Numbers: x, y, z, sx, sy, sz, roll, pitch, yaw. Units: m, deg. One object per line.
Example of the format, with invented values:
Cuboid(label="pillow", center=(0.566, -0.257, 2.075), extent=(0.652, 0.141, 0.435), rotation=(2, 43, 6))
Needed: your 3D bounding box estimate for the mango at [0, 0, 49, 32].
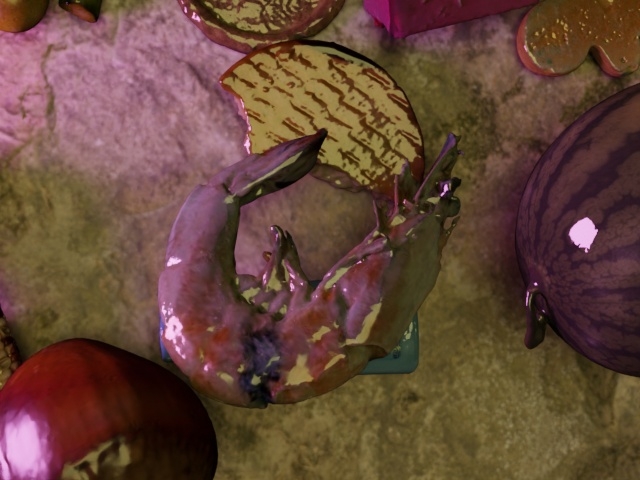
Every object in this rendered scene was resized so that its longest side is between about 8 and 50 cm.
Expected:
Cuboid(label="mango", center=(-0.360, -0.289, 0.686), extent=(0.227, 0.099, 0.136), rotation=(34, 79, -14))

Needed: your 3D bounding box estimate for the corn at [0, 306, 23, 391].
Cuboid(label="corn", center=(-0.354, 0.048, 0.671), extent=(0.098, 0.098, 0.290), rotation=(-23, 99, -8))

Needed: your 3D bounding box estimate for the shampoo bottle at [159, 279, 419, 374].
Cuboid(label="shampoo bottle", center=(-0.032, 0.091, 0.733), extent=(0.258, 0.061, 0.104), rotation=(-3, 84, -8))

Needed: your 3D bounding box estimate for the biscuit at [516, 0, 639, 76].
Cuboid(label="biscuit", center=(0.322, -0.261, 0.813), extent=(0.234, 0.030, 0.153), rotation=(-32, 91, -8))

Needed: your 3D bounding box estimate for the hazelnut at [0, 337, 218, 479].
Cuboid(label="hazelnut", center=(-0.198, 0.177, 0.651), extent=(0.208, 0.208, 0.208), rotation=(0, 88, -8))

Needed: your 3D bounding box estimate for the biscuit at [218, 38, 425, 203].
Cuboid(label="biscuit", center=(0.012, -0.114, 0.761), extent=(0.176, 0.031, 0.229), rotation=(-34, 97, -4))

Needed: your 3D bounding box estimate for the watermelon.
Cuboid(label="watermelon", center=(0.339, -0.014, 0.679), extent=(0.359, 0.279, 0.279), rotation=(-23, 91, -9))

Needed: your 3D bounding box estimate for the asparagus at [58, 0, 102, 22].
Cuboid(label="asparagus", center=(-0.226, -0.311, 0.733), extent=(0.045, 0.041, 0.179), rotation=(16, 81, -31))

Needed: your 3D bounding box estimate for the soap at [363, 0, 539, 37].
Cuboid(label="soap", center=(0.164, -0.320, 0.732), extent=(0.249, 0.099, 0.162), rotation=(-18, 119, -9))

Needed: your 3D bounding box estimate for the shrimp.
Cuboid(label="shrimp", center=(0.000, 0.000, 0.695), extent=(0.360, 0.085, 0.247), rotation=(-41, 78, -12))

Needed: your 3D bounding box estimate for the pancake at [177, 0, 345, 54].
Cuboid(label="pancake", center=(-0.065, -0.290, 0.764), extent=(0.199, 0.021, 0.200), rotation=(0, 89, -8))
